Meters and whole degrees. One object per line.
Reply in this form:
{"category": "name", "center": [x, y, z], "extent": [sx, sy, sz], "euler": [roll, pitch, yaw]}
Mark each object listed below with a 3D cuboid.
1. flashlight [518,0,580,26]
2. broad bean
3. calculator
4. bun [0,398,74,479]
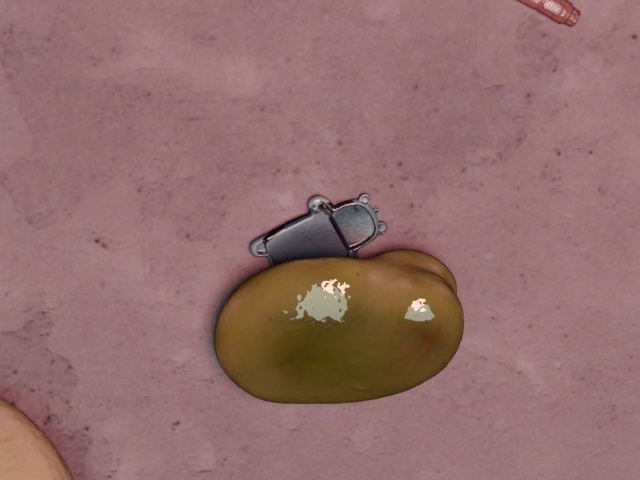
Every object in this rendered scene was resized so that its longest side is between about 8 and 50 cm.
{"category": "flashlight", "center": [0.211, -0.245, 1.388], "extent": [0.110, 0.031, 0.052], "euler": [26, 105, -12]}
{"category": "broad bean", "center": [0.021, 0.092, 1.455], "extent": [0.263, 0.121, 0.189], "euler": [-6, 126, 9]}
{"category": "calculator", "center": [0.000, 0.000, 1.467], "extent": [0.141, 0.019, 0.094], "euler": [-27, 110, 4]}
{"category": "bun", "center": [-0.434, 0.326, 1.448], "extent": [0.361, 0.213, 0.361], "euler": [-1, 107, -4]}
